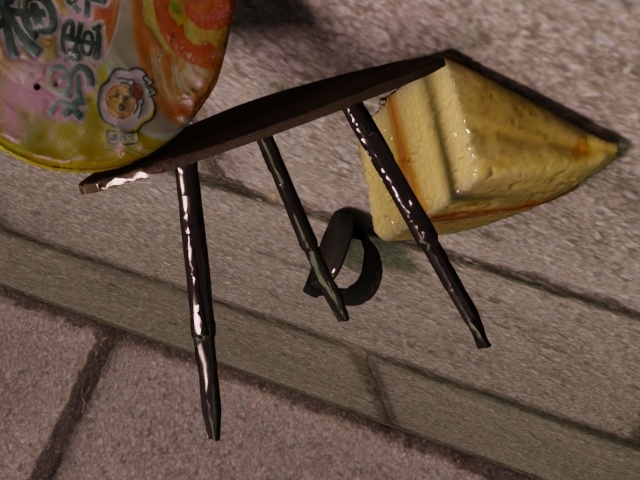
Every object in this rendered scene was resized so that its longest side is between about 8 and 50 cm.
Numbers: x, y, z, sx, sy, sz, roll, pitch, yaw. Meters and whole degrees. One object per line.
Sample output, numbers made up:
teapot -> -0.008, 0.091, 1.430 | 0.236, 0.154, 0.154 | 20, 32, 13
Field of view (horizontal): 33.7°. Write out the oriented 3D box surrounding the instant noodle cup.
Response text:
instant noodle cup -> -0.235, -0.190, 0.864 | 0.264, 0.264, 0.200 | 36, 165, -35

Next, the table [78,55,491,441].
table -> 0.000, 0.000, 0.933 | 0.317, 0.317, 0.249 | -3, 111, 52

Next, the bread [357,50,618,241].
bread -> 0.159, -0.091, 1.020 | 0.178, 0.135, 0.240 | -8, 169, -19

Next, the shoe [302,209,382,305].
shoe -> 0.037, 0.033, 1.397 | 0.093, 0.108, 0.241 | 22, 169, -3
